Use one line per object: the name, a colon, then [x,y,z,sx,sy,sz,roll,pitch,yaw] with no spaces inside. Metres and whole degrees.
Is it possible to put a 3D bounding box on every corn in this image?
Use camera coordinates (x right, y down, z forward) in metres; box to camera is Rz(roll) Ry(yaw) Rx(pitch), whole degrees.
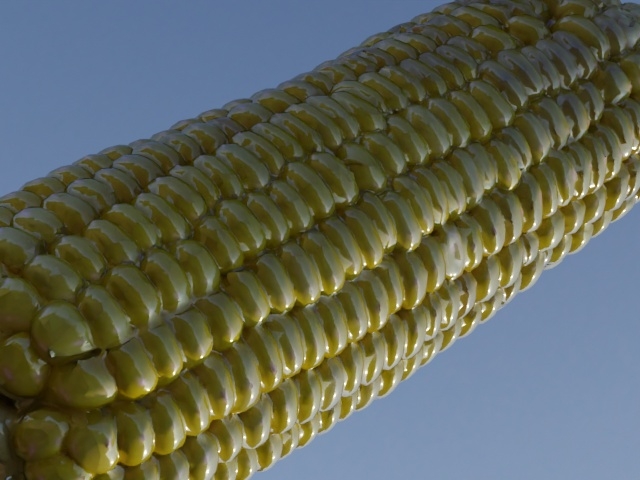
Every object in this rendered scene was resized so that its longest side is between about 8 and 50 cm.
corn: [0.000,0.000,0.498,0.093,0.244,0.093,29,-48,38]
